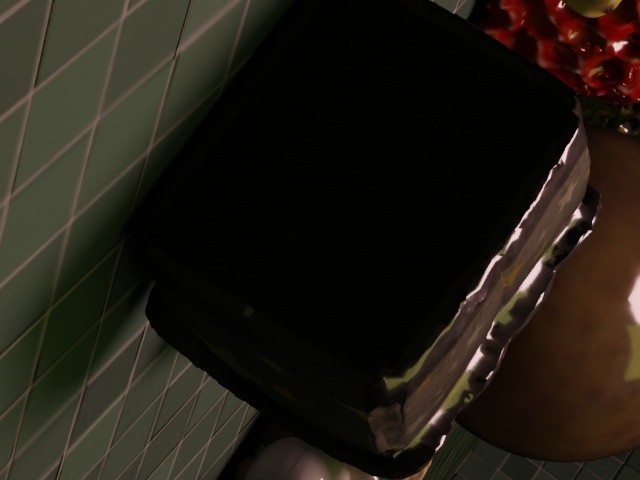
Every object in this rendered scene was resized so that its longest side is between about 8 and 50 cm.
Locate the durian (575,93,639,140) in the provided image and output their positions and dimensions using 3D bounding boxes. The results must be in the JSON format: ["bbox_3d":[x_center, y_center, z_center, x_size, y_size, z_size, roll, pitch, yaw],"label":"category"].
[{"bbox_3d":[0.353,-0.093,2.055,0.291,0.291,0.225,-51,156,-29],"label":"durian"}]

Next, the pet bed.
[{"bbox_3d":[0.030,-0.004,1.044,0.211,0.183,0.159,-55,164,-16],"label":"pet bed"}]

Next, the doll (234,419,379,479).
[{"bbox_3d":[-0.049,0.228,1.570,0.293,0.119,0.138,-40,144,-43],"label":"doll"}]

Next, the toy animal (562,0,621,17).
[{"bbox_3d":[0.180,-0.238,1.247,0.233,0.121,0.168,-60,158,-2],"label":"toy animal"}]

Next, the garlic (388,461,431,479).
[{"bbox_3d":[0.065,0.110,1.667,0.148,0.128,0.266,-61,174,6],"label":"garlic"}]

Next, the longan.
[{"bbox_3d":[0.219,0.046,1.779,0.319,0.319,0.319,-54,169,-16],"label":"longan"}]

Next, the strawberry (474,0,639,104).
[{"bbox_3d":[0.230,-0.177,1.475,0.234,0.178,0.234,-49,171,-10],"label":"strawberry"}]
